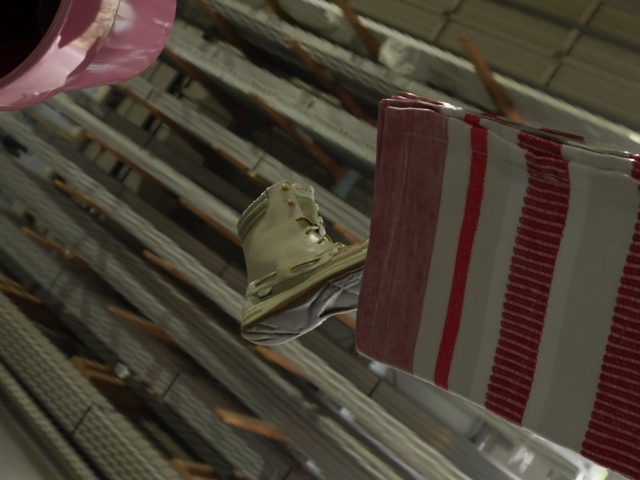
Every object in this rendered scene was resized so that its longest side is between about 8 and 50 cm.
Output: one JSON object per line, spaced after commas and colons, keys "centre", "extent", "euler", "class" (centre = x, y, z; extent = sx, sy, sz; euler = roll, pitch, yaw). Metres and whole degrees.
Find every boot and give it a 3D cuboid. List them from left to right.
{"centre": [0.000, 0.000, 0.923], "extent": [0.077, 0.213, 0.165], "euler": [37, 34, -43], "class": "boot"}

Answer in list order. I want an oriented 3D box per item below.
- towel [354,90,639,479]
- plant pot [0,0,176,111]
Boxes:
{"centre": [0.166, 0.040, 0.637], "extent": [0.329, 0.237, 0.037], "euler": [21, 28, 35], "class": "towel"}
{"centre": [-0.204, -0.189, 0.637], "extent": [0.201, 0.201, 0.180], "euler": [33, 12, 17], "class": "plant pot"}
